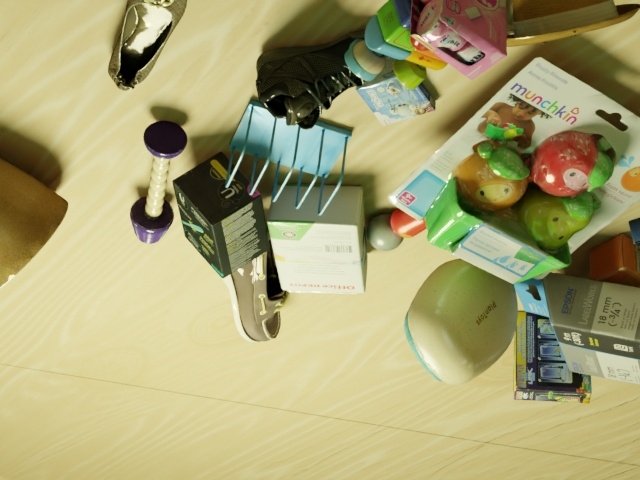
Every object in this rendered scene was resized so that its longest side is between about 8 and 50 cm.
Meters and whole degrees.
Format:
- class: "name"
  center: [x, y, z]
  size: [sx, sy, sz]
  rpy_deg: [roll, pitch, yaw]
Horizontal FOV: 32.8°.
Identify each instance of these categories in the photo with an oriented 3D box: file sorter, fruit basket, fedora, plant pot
- class: "file sorter"
  center: [-0.054, -0.124, 1.711]
  size: [0.170, 0.104, 0.118]
  rpy_deg: [16, 145, -13]
- class: "fruit basket"
  center: [0.332, -0.085, 1.650]
  size: [0.327, 0.165, 0.353]
  rpy_deg: [26, 138, -24]
- class: "fedora"
  center: [0.307, -0.302, 1.385]
  size: [0.194, 0.194, 0.079]
  rpy_deg: [-9, 103, 21]
- class: "plant pot"
  center: [-0.598, -0.065, 1.814]
  size: [0.237, 0.237, 0.254]
  rpy_deg: [-25, 120, 37]

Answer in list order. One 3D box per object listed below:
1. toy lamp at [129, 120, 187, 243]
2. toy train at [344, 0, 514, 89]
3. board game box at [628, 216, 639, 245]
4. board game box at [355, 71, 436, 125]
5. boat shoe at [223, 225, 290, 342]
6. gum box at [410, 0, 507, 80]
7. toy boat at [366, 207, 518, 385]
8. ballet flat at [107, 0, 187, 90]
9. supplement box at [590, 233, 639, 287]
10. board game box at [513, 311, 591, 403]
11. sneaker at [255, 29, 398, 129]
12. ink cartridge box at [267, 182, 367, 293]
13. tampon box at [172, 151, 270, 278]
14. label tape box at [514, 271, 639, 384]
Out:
- class: "toy lamp"
  center: [-0.276, -0.088, 1.827]
  size: [0.080, 0.080, 0.274]
  rpy_deg: [12, 142, -7]
- class: "toy train"
  center: [0.161, -0.255, 1.475]
  size: [0.248, 0.105, 0.143]
  rpy_deg: [11, 145, -40]
- class: "board game box"
  center: [0.638, -0.035, 1.722]
  size: [0.243, 0.042, 0.165]
  rpy_deg: [-22, 157, 35]
- class: "board game box"
  center: [0.113, -0.216, 1.623]
  size: [0.090, 0.020, 0.090]
  rpy_deg: [-14, 140, 29]
- class: "boat shoe"
  center: [-0.111, 0.085, 2.013]
  size: [0.097, 0.116, 0.324]
  rpy_deg: [2, 139, 13]
- class: "gum box"
  center: [0.172, -0.298, 1.348]
  size: [0.107, 0.188, 0.062]
  rpy_deg: [28, 138, -28]
- class: "toy boat"
  center: [0.203, 0.080, 1.863]
  size: [0.148, 0.267, 0.318]
  rpy_deg: [-27, 94, 45]
- class: "ballet flat"
  center: [-0.252, -0.294, 1.543]
  size: [0.084, 0.058, 0.250]
  rpy_deg: [19, 143, -17]
- class: "supplement box"
  center: [0.580, 0.078, 1.911]
  size: [0.233, 0.080, 0.078]
  rpy_deg: [29, 141, -26]
- class: "board game box"
  center: [0.437, 0.220, 2.056]
  size: [0.141, 0.170, 0.048]
  rpy_deg: [2, 146, 9]
- class: "sneaker"
  center: [0.017, -0.222, 1.538]
  size: [0.228, 0.130, 0.087]
  rpy_deg: [-8, 142, 11]
- class: "ink cartridge box"
  center: [0.000, 0.000, 1.888]
  size: [0.154, 0.093, 0.212]
  rpy_deg: [2, 143, 8]
- class: "tampon box"
  center: [-0.163, -0.041, 1.808]
  size: [0.101, 0.120, 0.161]
  rpy_deg: [-33, 151, -19]
- class: "label tape box"
  center: [0.488, 0.157, 1.905]
  size: [0.334, 0.106, 0.240]
  rpy_deg: [10, 158, 25]
